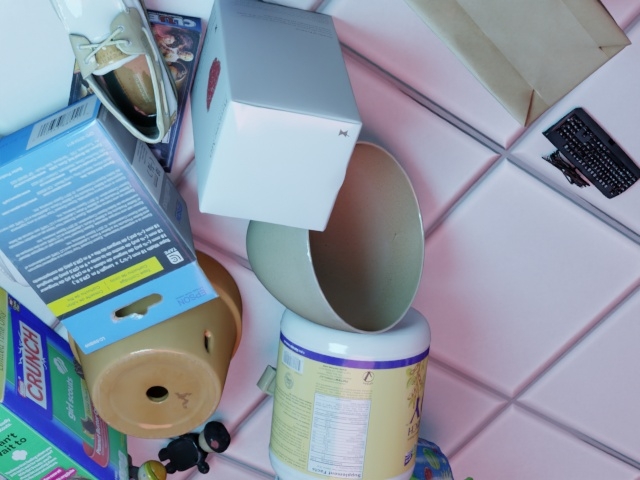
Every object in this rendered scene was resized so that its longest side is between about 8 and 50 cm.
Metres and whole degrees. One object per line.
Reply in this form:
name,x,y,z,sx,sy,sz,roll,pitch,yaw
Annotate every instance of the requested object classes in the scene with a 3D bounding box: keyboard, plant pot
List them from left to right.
plant pot,-0.263,0.176,1.925,0.291,0.203,0.290,-4,128,-5
plant pot,0.000,0.000,1.817,0.191,0.284,0.284,-4,138,39
keyboard,0.427,-0.122,1.907,0.100,0.038,0.192,-39,123,21

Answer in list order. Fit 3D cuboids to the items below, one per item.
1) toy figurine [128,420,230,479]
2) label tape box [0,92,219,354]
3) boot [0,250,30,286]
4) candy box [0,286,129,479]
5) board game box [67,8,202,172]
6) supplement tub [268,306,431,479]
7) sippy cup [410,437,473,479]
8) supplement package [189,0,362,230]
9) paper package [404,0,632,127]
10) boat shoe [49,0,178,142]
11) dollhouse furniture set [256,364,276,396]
toy figurine,-0.264,0.385,2.082,0.148,0.209,0.213,-29,129,26
label tape box,-0.328,-0.022,1.749,0.241,0.106,0.333,-23,122,13
boot,-0.526,-0.028,1.795,0.123,0.095,0.258,-19,115,14
candy box,-0.450,0.266,1.922,0.122,0.268,0.317,-35,125,13
board game box,-0.272,-0.215,1.717,0.165,0.042,0.243,7,126,-14
supplement tub,0.042,0.270,1.931,0.241,0.241,0.331,2,106,-11
sippy cup,0.119,0.442,2.168,0.224,0.305,0.240,8,117,-51
supplement package,-0.070,-0.177,1.620,0.175,0.293,0.177,9,125,-16
paper package,0.200,-0.352,1.508,0.168,0.324,0.309,-39,123,19
boat shoe,-0.271,-0.261,1.586,0.113,0.103,0.302,-24,127,10
dollhouse furniture set,-0.006,0.208,2.084,0.182,0.101,0.161,29,94,-27
